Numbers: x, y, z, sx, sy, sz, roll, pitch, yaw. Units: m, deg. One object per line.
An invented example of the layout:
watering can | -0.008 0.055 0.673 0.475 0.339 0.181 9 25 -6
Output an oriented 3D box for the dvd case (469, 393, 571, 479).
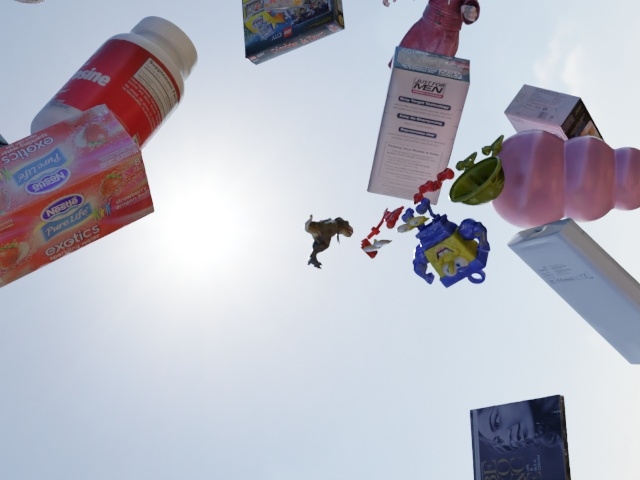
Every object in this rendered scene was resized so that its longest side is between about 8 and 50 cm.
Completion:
dvd case | 0.351 0.370 1.676 0.018 0.221 0.164 12 -112 -33

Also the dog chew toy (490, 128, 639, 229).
dog chew toy | 0.516 -0.123 1.913 0.206 0.332 0.206 1 -90 -75

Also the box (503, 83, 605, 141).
box | 0.563 -0.225 2.173 0.087 0.169 0.290 -54 -48 -10

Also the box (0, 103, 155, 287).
box | -0.436 -0.072 1.504 0.300 0.142 0.154 -28 -34 -21

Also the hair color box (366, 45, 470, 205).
hair color box | 0.220 -0.256 2.142 0.105 0.174 0.347 -78 -1 -48

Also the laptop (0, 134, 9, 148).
laptop | -0.602 -0.179 1.821 0.136 0.264 0.234 -46 -10 17

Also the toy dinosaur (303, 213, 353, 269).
toy dinosaur | 0.000 0.000 2.091 0.268 0.064 0.118 2 -77 -71

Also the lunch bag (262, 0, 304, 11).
lunch bag | -0.077 -0.503 1.908 0.053 0.083 0.071 -125 27 -79

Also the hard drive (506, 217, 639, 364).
hard drive | 0.534 0.103 1.778 0.047 0.353 0.233 -48 5 -14

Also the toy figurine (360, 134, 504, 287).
toy figurine | 0.284 -0.016 1.888 0.217 0.362 0.191 49 -144 -11

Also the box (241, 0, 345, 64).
box | -0.063 -0.493 2.031 0.044 0.233 0.159 23 -124 -55

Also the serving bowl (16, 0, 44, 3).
serving bowl | -0.479 -0.405 1.526 0.083 0.083 0.027 -48 -19 -54

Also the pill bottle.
pill bottle | -0.463 -0.330 2.183 0.407 0.229 0.229 -58 -29 -31

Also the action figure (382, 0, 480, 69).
action figure | 0.308 -0.529 2.267 0.276 0.248 0.370 -16 -44 -49
